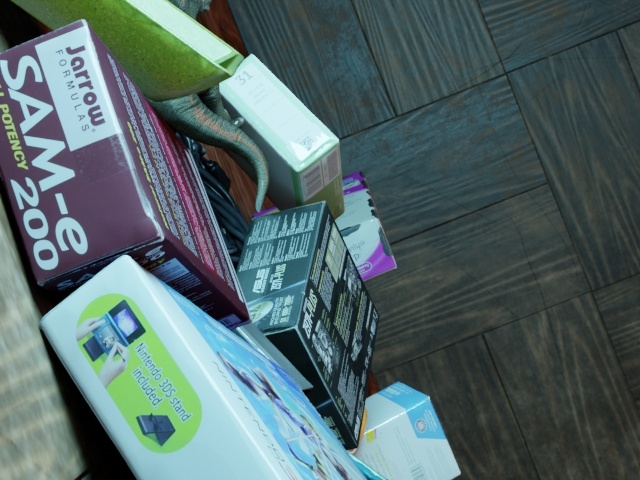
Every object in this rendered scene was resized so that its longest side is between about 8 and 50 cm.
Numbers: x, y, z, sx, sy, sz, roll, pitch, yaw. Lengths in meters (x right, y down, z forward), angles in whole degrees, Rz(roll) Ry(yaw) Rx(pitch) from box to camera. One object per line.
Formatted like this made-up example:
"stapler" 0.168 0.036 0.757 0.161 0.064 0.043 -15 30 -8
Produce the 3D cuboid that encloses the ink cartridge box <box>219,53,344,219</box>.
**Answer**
"ink cartridge box" -0.075 -0.122 1.413 0.235 0.056 0.171 47 -12 18

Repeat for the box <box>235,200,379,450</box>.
"box" -0.016 0.080 1.336 0.180 0.078 0.147 -78 149 -51

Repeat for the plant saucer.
"plant saucer" -0.140 -0.149 0.950 0.188 0.045 0.188 36 8 -6

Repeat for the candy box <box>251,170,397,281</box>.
"candy box" 0.000 0.000 1.838 0.233 0.159 0.071 -97 165 -73

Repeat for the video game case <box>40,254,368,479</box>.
"video game case" -0.010 0.149 0.796 0.244 0.061 0.269 53 3 25

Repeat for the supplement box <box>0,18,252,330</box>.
"supplement box" -0.113 -0.018 0.863 0.239 0.073 0.130 61 8 -74

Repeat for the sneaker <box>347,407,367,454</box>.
"sneaker" -0.022 0.129 1.470 0.083 0.084 0.215 43 19 -50

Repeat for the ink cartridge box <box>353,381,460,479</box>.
"ink cartridge box" 0.050 0.221 1.517 0.092 0.143 0.090 68 -14 -13

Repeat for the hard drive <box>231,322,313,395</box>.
"hard drive" -0.063 0.071 1.133 0.135 0.022 0.094 45 1 7

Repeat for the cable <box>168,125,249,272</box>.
"cable" -0.105 -0.045 1.387 0.184 0.047 0.150 -104 172 -61

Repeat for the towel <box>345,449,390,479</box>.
"towel" 0.080 0.260 1.238 0.271 0.040 0.370 32 -13 27

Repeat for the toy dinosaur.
"toy dinosaur" -0.140 -0.160 1.261 0.160 0.121 0.313 18 54 -70
